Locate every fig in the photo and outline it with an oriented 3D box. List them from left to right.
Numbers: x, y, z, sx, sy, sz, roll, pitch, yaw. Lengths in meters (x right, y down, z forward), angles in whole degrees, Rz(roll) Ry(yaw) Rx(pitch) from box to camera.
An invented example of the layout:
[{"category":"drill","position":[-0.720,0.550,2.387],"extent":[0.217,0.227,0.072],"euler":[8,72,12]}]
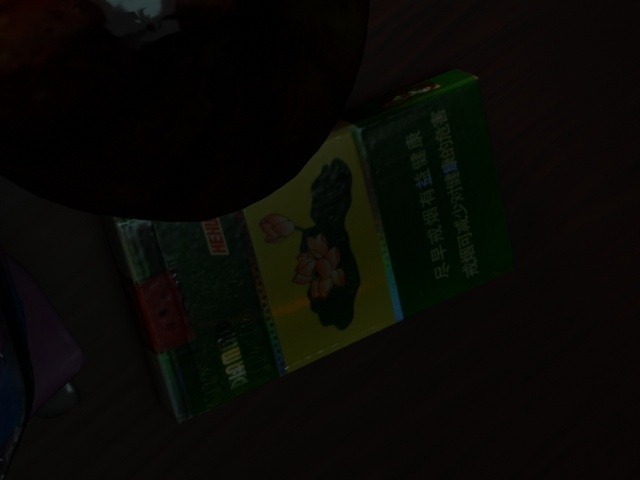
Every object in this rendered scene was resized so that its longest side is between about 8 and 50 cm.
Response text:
[{"category":"fig","position":[-0.084,-0.118,0.665],"extent":[0.235,0.214,0.235],"euler":[-22,139,-20]}]

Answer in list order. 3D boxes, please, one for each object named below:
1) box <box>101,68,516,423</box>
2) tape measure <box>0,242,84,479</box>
[{"category":"box","position":[0.000,0.000,0.835],"extent":[0.235,0.034,0.132],"euler":[-24,115,-20]},{"category":"tape measure","position":[-0.227,0.047,0.620],"extent":[0.149,0.231,0.245],"euler":[-23,106,22]}]
